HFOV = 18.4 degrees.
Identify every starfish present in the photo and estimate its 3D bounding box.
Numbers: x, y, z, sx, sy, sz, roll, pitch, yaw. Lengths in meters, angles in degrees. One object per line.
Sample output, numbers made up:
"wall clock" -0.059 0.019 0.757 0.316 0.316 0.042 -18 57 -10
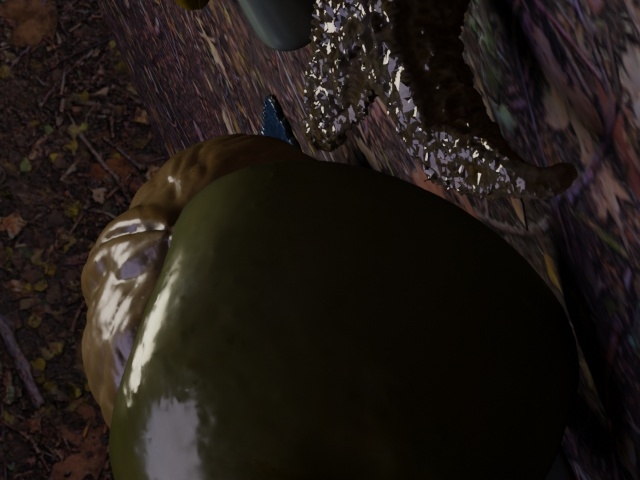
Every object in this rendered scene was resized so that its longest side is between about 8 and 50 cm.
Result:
"starfish" 0.016 -0.175 1.011 0.301 0.084 0.293 -149 38 -71

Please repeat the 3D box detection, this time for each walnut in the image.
"walnut" -0.062 0.069 1.607 0.252 0.277 0.313 42 171 39

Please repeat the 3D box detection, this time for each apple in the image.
"apple" 0.007 0.109 1.188 0.295 0.258 0.233 120 168 -70

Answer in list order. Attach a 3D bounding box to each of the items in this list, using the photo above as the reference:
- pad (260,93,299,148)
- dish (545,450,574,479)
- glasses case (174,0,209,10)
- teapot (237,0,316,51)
"pad" 0.000 0.000 1.970 0.269 0.012 0.269 64 173 9
"dish" 0.091 0.156 1.437 0.256 0.117 0.256 62 171 17
"glasses case" -0.135 -0.288 1.754 0.079 0.064 0.234 60 171 23
"teapot" -0.091 -0.252 1.282 0.318 0.149 0.220 37 -175 -14
